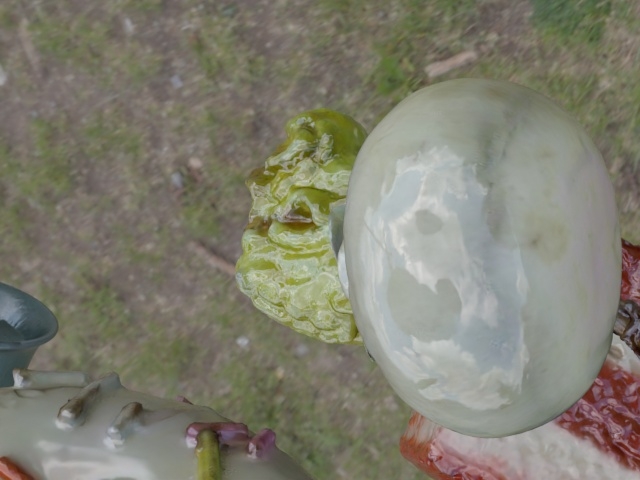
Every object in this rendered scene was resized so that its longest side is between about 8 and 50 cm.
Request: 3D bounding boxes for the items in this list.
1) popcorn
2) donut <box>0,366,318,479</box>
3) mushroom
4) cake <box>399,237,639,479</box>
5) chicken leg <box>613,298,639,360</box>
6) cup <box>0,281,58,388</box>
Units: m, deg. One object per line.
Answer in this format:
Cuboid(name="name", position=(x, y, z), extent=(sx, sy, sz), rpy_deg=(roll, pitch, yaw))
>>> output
Cuboid(name="popcorn", position=(0.000, 0.000, 1.532), extent=(0.225, 0.174, 0.286), rpy_deg=(-32, 66, 7))
Cuboid(name="donut", position=(-0.139, 0.197, 0.585), extent=(0.383, 0.382, 0.142), rpy_deg=(11, 120, 19))
Cuboid(name="mushroom", position=(0.100, 0.011, 0.890), extent=(0.202, 0.246, 0.246), rpy_deg=(-3, 110, 41))
Cuboid(name="cake", position=(0.257, 0.162, 1.455), extent=(0.269, 0.270, 0.319), rpy_deg=(29, 77, -2))
Cuboid(name="chicken leg", position=(0.305, 0.091, 1.137), extent=(0.093, 0.304, 0.113), rpy_deg=(-6, 114, -21))
Cuboid(name="cup", position=(-0.406, 0.136, 1.438), extent=(0.199, 0.199, 0.150), rpy_deg=(23, 105, 14))
